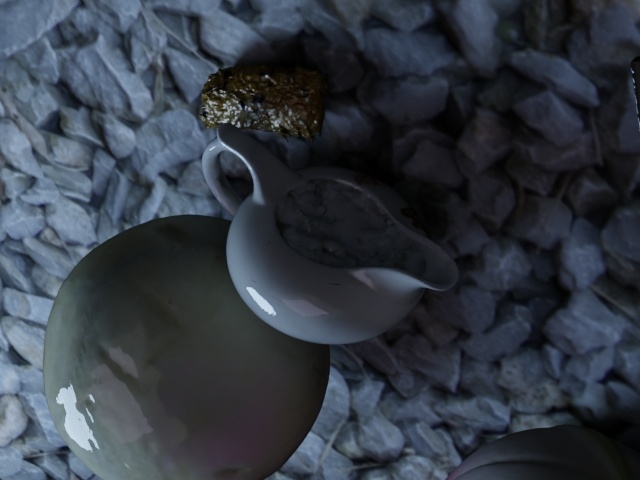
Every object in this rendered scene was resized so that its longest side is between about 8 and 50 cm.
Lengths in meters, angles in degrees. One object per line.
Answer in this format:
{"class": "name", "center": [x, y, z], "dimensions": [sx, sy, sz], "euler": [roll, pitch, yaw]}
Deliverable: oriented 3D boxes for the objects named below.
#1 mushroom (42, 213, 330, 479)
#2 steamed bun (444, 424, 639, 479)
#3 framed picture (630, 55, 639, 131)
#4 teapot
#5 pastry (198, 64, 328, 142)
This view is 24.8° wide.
{"class": "mushroom", "center": [-0.171, 0.143, 1.584], "dimensions": [0.356, 0.315, 0.315], "euler": [-27, 107, 26]}
{"class": "steamed bun", "center": [0.212, 0.338, 1.520], "dimensions": [0.309, 0.309, 0.309], "euler": [14, 128, 19]}
{"class": "framed picture", "center": [0.352, -0.087, 1.298], "dimensions": [0.128, 0.023, 0.168], "euler": [-2, 110, 31]}
{"class": "teapot", "center": [0.000, 0.000, 1.450], "dimensions": [0.298, 0.204, 0.139], "euler": [28, 144, 16]}
{"class": "pastry", "center": [-0.057, -0.143, 1.482], "dimensions": [0.140, 0.056, 0.080], "euler": [10, 119, 20]}
